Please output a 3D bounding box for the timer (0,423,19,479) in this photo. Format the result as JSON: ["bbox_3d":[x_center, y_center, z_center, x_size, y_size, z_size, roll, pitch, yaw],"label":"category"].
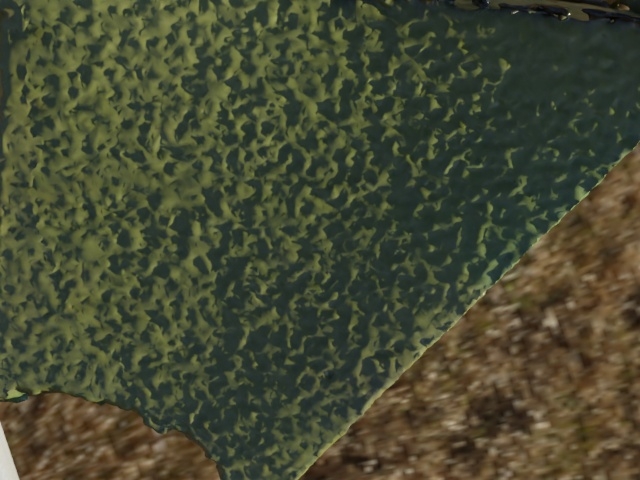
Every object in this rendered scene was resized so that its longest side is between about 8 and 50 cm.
[{"bbox_3d":[-0.270,0.200,1.159,0.178,0.078,0.253,-24,124,-21],"label":"timer"}]

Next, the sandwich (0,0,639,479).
[{"bbox_3d":[0.000,0.000,0.681,0.245,0.063,0.212,8,112,3],"label":"sandwich"}]
